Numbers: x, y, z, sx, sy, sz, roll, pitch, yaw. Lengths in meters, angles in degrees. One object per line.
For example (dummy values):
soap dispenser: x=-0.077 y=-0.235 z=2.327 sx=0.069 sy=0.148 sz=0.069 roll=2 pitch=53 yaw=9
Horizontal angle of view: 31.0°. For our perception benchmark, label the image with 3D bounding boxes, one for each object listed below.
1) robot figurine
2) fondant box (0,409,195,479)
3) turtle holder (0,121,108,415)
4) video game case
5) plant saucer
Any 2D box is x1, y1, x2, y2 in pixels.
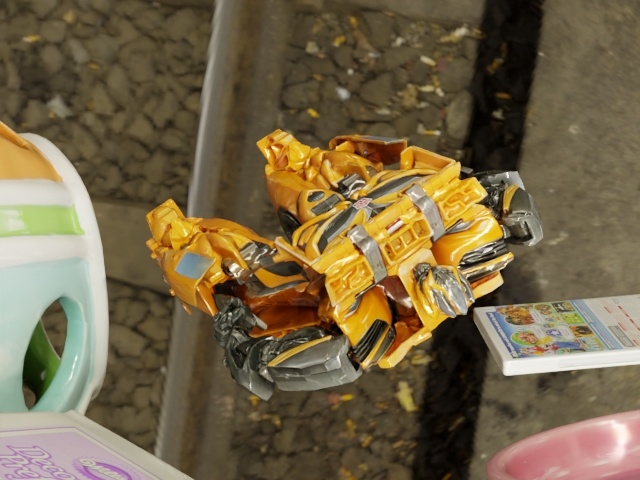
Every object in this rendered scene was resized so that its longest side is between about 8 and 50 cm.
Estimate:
robot figurine: x=0.000 y=0.000 z=0.720 sx=0.085 sy=0.211 sz=0.291 roll=61 pitch=160 yaw=-20
fondant box: x=-0.067 y=0.244 z=0.314 sx=0.238 sy=0.096 sz=0.330 roll=22 pitch=95 yaw=31
turtle holder: x=-0.215 y=0.070 z=0.518 sx=0.243 sy=0.227 sz=0.320 roll=-1 pitch=101 yaw=57
video game case: x=0.163 y=0.056 z=0.710 sx=0.122 sy=0.087 sz=0.011 roll=-4 pitch=109 yaw=-3
plant saucer: x=0.325 y=0.226 z=1.086 sx=0.332 sy=0.332 sz=0.084 roll=-11 pitch=89 yaw=27
